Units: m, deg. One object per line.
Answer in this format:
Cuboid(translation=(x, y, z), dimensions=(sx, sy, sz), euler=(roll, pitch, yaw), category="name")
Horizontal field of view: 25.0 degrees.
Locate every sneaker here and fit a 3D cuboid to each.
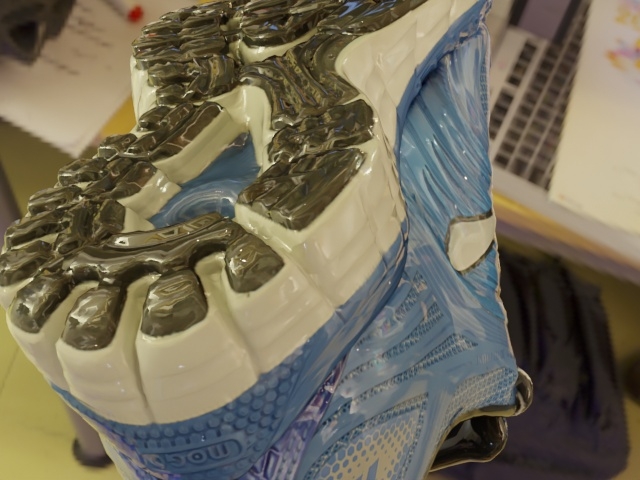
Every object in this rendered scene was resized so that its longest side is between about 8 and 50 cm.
Cuboid(translation=(0.000, 0.000, 0.486), dimensions=(0.130, 0.147, 0.330), euler=(-8, 26, 19), category="sneaker")
